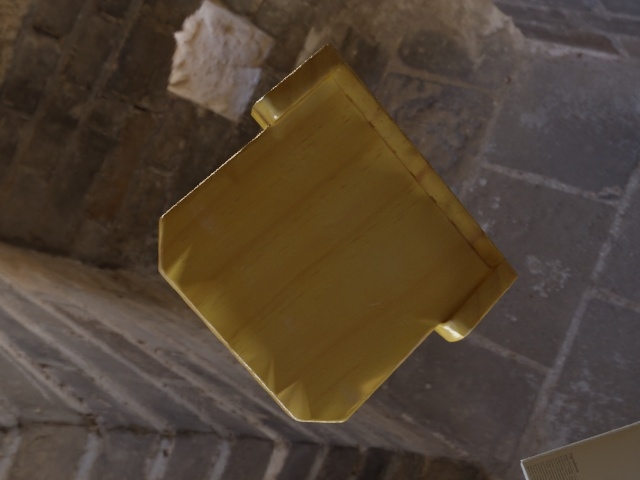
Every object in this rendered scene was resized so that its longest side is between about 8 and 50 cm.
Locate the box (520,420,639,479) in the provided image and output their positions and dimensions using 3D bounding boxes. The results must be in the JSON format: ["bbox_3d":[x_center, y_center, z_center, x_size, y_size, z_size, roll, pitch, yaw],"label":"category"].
[{"bbox_3d":[0.472,0.367,1.280,0.275,0.094,0.113,-20,67,8],"label":"box"}]

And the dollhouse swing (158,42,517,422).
[{"bbox_3d":[0.000,0.000,0.974,0.305,0.347,0.315,-41,9,-1],"label":"dollhouse swing"}]
